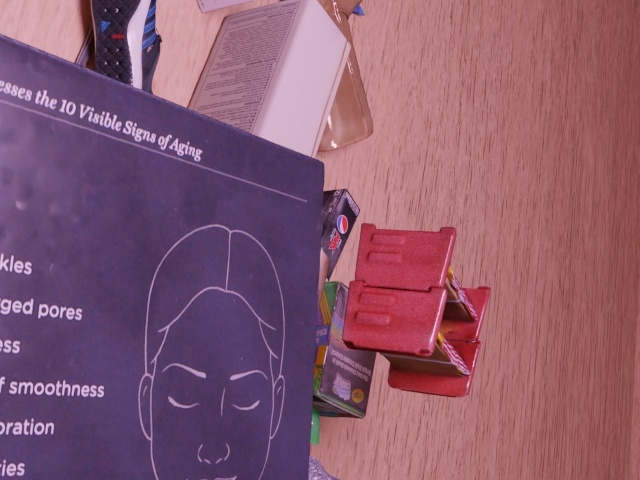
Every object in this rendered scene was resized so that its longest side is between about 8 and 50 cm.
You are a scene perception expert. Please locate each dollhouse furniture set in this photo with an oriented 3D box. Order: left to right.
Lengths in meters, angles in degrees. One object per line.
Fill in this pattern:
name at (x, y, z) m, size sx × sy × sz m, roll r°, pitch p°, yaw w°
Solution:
dollhouse furniture set at (0.004, 0.079, 1.150) m, size 0.201 × 0.374 × 0.152 m, roll 50°, pitch 48°, yaw -59°

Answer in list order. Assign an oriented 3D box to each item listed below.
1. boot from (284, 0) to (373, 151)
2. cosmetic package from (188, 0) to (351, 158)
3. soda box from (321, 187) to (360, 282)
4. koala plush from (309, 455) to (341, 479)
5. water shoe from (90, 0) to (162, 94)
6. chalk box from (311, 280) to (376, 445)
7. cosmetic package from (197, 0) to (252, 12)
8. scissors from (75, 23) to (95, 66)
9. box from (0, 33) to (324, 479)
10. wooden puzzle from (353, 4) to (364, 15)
boot at (0.040, -0.299, 1.462) m, size 0.236 × 0.089 × 0.269 m, roll -25°, pitch 107°, yaw -39°
cosmetic package at (-0.085, -0.163, 1.210) m, size 0.113 × 0.160 × 0.309 m, roll 43°, pitch 55°, yaw -44°
soda box at (0.000, 0.000, 1.393) m, size 0.053 × 0.060 × 0.169 m, roll 53°, pitch 48°, yaw -35°
koala plush at (-0.077, 0.385, 1.163) m, size 0.221 × 0.203 × 0.196 m, roll -50°, pitch 126°, yaw -29°
water shoe at (-0.229, -0.257, 1.090) m, size 0.080 × 0.073 × 0.203 m, roll -20°, pitch 120°, yaw -75°
chalk box at (-0.011, 0.179, 1.304) m, size 0.132 × 0.132 × 0.213 m, roll 37°, pitch 59°, yaw -47°
cosmetic package at (-0.075, -0.394, 1.296) m, size 0.239 × 0.099 × 0.060 m, roll -45°, pitch 122°, yaw -45°
scissors at (-0.243, -0.333, 1.127) m, size 0.297 × 0.021 × 0.109 m, roll -57°, pitch 137°, yaw -37°
box at (-0.253, 0.111, 0.837) m, size 0.480 × 0.297 × 0.471 m, roll 16°, pitch 75°, yaw -52°
wooden puzzle at (0.046, -0.441, 1.539) m, size 0.078 × 0.014 × 0.116 m, roll -7°, pitch 92°, yaw -50°
